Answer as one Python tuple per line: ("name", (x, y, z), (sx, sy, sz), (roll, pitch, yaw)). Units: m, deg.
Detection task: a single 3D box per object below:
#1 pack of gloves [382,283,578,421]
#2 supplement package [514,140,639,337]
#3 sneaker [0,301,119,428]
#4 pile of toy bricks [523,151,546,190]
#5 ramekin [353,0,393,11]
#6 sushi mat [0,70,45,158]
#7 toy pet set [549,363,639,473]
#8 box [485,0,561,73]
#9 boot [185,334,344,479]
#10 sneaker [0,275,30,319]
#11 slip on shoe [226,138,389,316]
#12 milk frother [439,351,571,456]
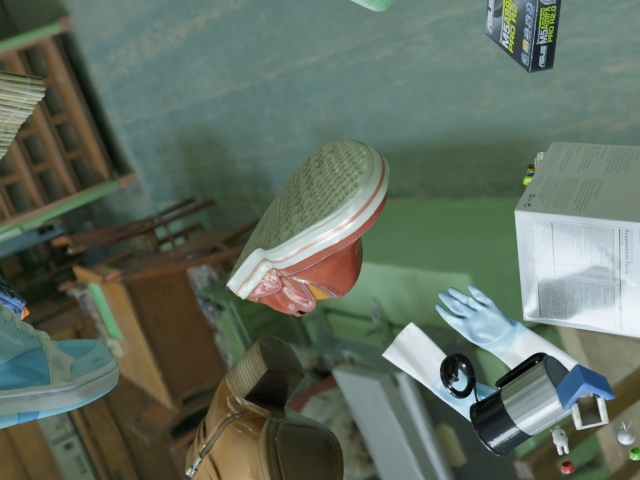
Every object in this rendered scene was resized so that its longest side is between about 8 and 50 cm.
("pack of gloves", (0.236, 0.188, 1.480), (0.232, 0.046, 0.195), (37, 119, -2))
("supplement package", (0.432, -0.001, 1.366), (0.262, 0.199, 0.198), (7, 128, 27))
("sneaker", (-0.330, 0.078, 0.967), (0.127, 0.319, 0.208), (-8, 88, 31))
("pile of toy bricks", (0.456, -0.094, 1.894), (0.212, 0.118, 0.105), (69, -161, -78))
("ramekin", (0.010, -0.444, 1.344), (0.303, 0.303, 0.148), (45, 112, 39))
("sushi mat", (-0.400, -0.107, 0.912), (0.019, 0.316, 0.151), (43, 108, 18))
("toy pet set", (0.319, 0.195, 1.111), (0.114, 0.122, 0.065), (-87, -19, -65))
("box", (0.427, -0.520, 2.055), (0.216, 0.060, 0.270), (-120, 22, -49))
("boot", (-0.086, 0.277, 1.162), (0.220, 0.109, 0.283), (-56, 37, 26))
("sneaker", (-0.497, 0.103, 1.472), (0.083, 0.087, 0.221), (41, 162, 7))
("slip on shoe", (0.000, 0.000, 0.899), (0.101, 0.123, 0.331), (29, 157, -8))
("milk frother", (0.255, 0.197, 1.327), (0.143, 0.134, 0.129), (33, -149, -31))
